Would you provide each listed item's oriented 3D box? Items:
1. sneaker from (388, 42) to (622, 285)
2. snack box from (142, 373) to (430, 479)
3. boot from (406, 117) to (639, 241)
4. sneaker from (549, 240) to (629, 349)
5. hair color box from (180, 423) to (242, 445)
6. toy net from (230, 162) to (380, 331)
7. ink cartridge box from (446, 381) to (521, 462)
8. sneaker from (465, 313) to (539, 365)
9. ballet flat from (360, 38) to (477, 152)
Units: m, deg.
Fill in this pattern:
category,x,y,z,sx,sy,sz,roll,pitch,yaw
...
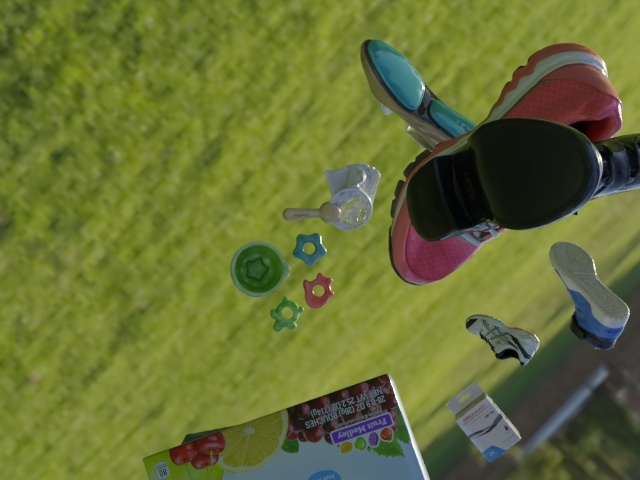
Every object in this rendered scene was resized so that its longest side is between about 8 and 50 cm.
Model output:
category,x,y,z,sx,sy,sz,roll,pitch,yaw
sneaker,0.186,-0.062,1.655,0.116,0.136,0.314,31,109,-30
snack box,-0.013,0.220,1.261,0.207,0.174,0.070,-19,168,4
boot,0.220,-0.065,1.376,0.229,0.091,0.263,-11,179,-29
sneaker,0.340,0.077,2.095,0.058,0.152,0.084,-19,143,-27
hair color box,-0.130,0.375,1.840,0.105,0.174,0.347,-13,-158,20
toy net,0.000,0.000,1.976,0.232,0.122,0.045,-44,-179,-9
ink cartridge box,0.192,0.214,1.899,0.048,0.083,0.028,-39,-173,8
sneaker,0.184,0.104,1.671,0.037,0.083,0.032,-61,150,-19
ballet flat,0.124,-0.175,2.164,0.073,0.232,0.080,-33,-158,44
